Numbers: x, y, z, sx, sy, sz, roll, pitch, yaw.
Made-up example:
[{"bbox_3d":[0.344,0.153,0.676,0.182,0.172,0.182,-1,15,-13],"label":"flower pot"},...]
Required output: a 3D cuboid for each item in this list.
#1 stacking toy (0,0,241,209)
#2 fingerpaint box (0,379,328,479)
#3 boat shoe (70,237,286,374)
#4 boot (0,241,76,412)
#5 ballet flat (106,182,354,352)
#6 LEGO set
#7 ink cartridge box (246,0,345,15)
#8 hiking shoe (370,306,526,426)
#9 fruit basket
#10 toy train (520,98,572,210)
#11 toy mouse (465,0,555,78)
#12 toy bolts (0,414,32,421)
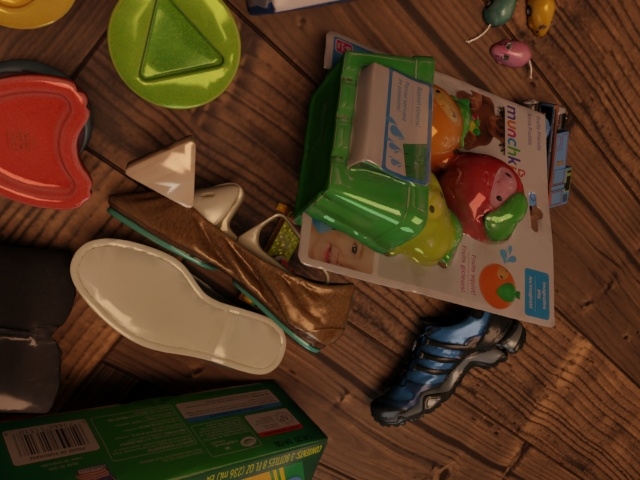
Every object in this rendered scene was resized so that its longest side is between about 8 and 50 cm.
[{"bbox_3d":[-0.246,-0.191,0.618,0.280,0.130,0.308,11,119,-19],"label":"stacking toy"},{"bbox_3d":[-0.247,0.414,0.770,0.445,0.163,0.370,6,111,-44],"label":"fingerpaint box"},{"bbox_3d":[-0.195,0.098,0.765,0.320,0.099,0.116,32,71,-31],"label":"boat shoe"},{"bbox_3d":[-0.481,-0.009,0.581,0.446,0.146,0.366,16,81,-33],"label":"boot"},{"bbox_3d":[-0.100,0.005,0.719,0.343,0.116,0.124,34,90,1],"label":"ballet flat"},{"bbox_3d":[0.000,0.000,0.795,0.287,0.107,0.132,-30,119,-6],"label":"LEGO set"},{"bbox_3d":[0.093,-0.425,0.624,0.396,0.151,0.269,-16,117,-12],"label":"ink cartridge box"},{"bbox_3d":[0.197,0.198,0.973,0.304,0.113,0.132,-38,89,5],"label":"hiking shoe"},{"bbox_3d":[0.155,-0.084,0.692,0.354,0.165,0.326,14,67,-14],"label":"fruit basket"},{"bbox_3d":[0.343,-0.134,0.886,0.105,0.080,0.184,-15,114,-24],"label":"toy train"},{"bbox_3d":[0.280,-0.307,0.811,0.143,0.031,0.160,-18,117,-12],"label":"toy mouse"},{"bbox_3d":[-0.495,0.220,0.704,0.229,0.218,0.158,8,139,-41],"label":"toy bolts"}]
